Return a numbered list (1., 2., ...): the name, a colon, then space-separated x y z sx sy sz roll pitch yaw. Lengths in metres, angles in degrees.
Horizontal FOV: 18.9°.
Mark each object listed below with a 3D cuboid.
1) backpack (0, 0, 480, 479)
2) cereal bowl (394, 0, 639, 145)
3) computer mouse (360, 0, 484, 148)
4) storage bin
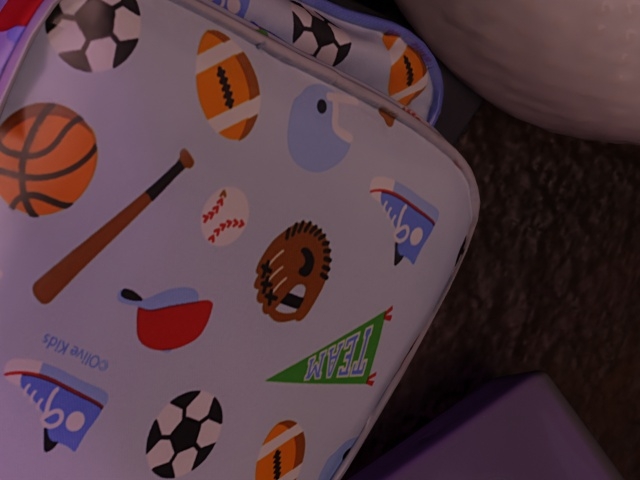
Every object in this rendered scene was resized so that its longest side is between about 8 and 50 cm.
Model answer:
1. backpack: -0.098 0.013 0.615 0.276 0.213 0.263 24 100 -38
2. cereal bowl: 0.173 -0.196 0.736 0.339 0.141 0.339 -9 105 -36
3. computer mouse: 0.000 0.000 0.770 0.071 0.041 0.242 30 88 -38
4. storage bin: 0.068 0.122 0.834 0.135 0.098 0.091 -32 93 -21
